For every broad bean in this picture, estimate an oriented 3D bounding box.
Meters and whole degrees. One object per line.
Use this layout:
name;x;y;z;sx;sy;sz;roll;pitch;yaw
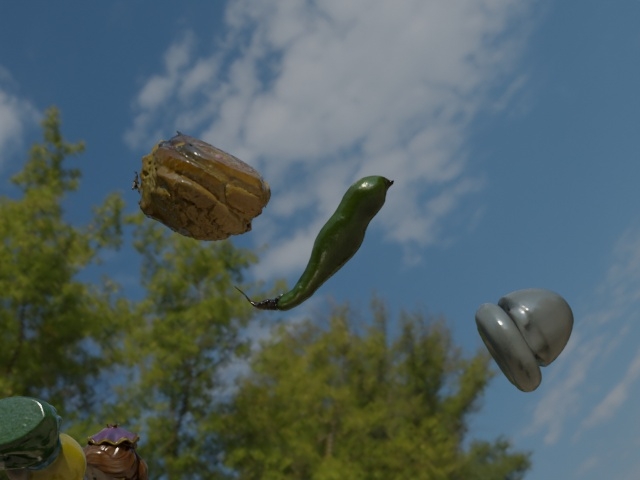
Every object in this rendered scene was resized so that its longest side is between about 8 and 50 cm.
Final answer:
broad bean;0.007;0.009;1.849;0.318;0.098;0.056;-41;6;-2

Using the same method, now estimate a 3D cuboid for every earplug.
earplug;0.447;0.207;2.432;0.175;0.214;0.325;-32;-3;30

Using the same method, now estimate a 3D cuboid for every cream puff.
cream puff;-0.169;-0.066;1.524;0.189;0.189;0.129;17;-80;-58

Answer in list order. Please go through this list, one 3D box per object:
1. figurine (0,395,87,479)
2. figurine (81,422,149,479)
figurine;-0.471;0.342;1.740;0.185;0.127;0.234;-16;-32;-6
figurine;-0.444;0.526;2.384;0.189;0.264;0.142;-14;3;-42
